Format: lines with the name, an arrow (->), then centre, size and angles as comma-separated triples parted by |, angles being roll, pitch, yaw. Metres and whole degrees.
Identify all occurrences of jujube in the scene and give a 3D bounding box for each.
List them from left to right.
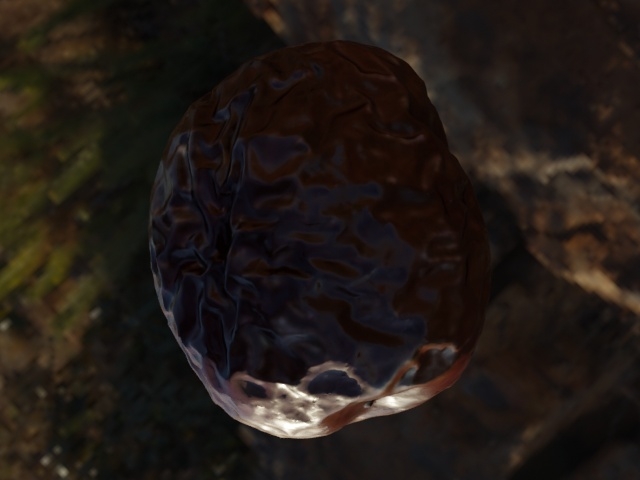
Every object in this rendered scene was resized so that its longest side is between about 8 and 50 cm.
jujube -> 0.000, 0.000, 1.069 | 0.213, 0.213, 0.232 | 130, 125, -64
